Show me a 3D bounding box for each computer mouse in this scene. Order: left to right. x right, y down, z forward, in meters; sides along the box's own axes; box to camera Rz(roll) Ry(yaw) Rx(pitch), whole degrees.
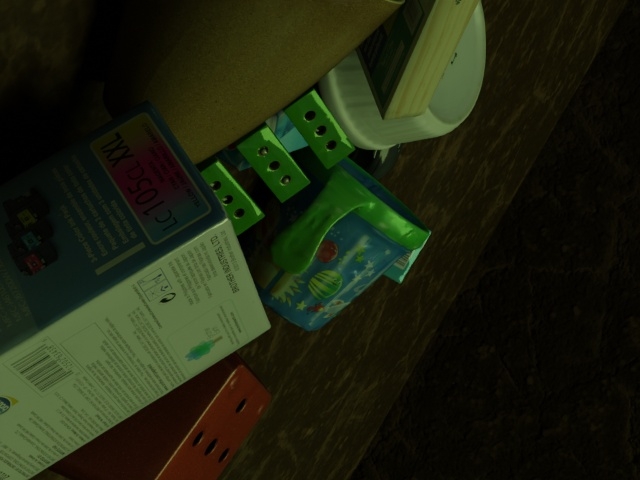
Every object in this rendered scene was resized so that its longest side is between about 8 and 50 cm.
[{"bbox_3d":[0.104,-0.187,1.721,0.262,0.060,0.184,-63,161,14],"label":"computer mouse"}]

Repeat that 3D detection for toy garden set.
[{"bbox_3d":[-0.111,-0.108,1.211,0.244,0.049,0.204,-35,132,4],"label":"toy garden set"}]

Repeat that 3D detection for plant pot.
[{"bbox_3d":[-0.212,0.173,1.211,0.267,0.235,0.267,-54,161,-12],"label":"plant pot"},{"bbox_3d":[-0.089,-0.202,1.001,0.254,0.237,0.237,-51,165,21],"label":"plant pot"}]

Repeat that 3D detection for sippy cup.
[{"bbox_3d":[0.000,0.000,1.531,0.224,0.240,0.305,-51,138,8],"label":"sippy cup"}]

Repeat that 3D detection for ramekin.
[{"bbox_3d":[0.114,-0.253,1.373,0.273,0.127,0.273,-9,100,-56],"label":"ramekin"}]

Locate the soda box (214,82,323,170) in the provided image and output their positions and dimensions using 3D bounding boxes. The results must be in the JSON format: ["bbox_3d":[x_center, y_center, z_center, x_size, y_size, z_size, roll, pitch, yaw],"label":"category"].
[{"bbox_3d":[-0.061,-0.154,1.346,0.210,0.067,0.071,-29,146,-57],"label":"soda box"}]

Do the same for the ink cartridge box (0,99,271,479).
[{"bbox_3d":[-0.261,0.085,0.964,0.395,0.151,0.270,-33,156,-10],"label":"ink cartridge box"}]

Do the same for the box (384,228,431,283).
[{"bbox_3d":[0.093,-0.011,1.753,0.100,0.060,0.244,-59,-160,3],"label":"box"}]

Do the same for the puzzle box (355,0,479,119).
[{"bbox_3d":[0.092,-0.342,1.011,0.052,0.272,0.409,-9,154,-19],"label":"puzzle box"}]
